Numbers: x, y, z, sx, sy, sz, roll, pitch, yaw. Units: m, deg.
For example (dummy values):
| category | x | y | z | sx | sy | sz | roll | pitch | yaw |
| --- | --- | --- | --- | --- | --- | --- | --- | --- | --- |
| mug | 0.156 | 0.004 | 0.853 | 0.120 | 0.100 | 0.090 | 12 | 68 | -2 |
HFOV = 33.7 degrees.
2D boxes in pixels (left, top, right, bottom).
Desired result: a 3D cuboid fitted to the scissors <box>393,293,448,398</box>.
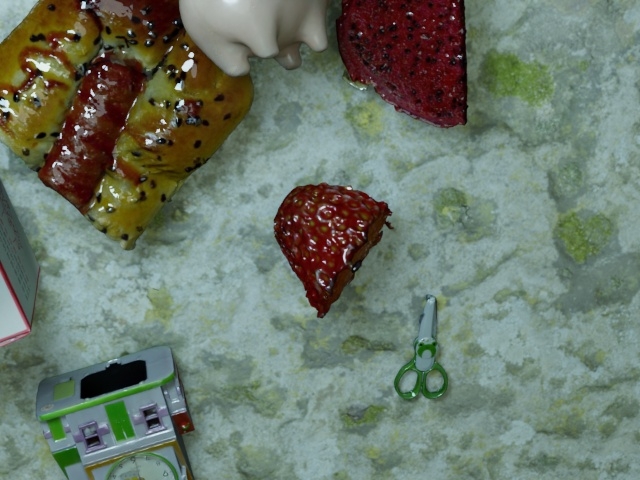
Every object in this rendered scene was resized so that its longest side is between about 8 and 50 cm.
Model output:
| category | x | y | z | sx | sy | sz | roll | pitch | yaw |
| --- | --- | --- | --- | --- | --- | --- | --- | --- | --- |
| scissors | 0.193 | 0.196 | 1.937 | 0.101 | 0.027 | 0.204 | 1 | 109 | -13 |

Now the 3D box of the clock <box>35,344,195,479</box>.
| category | x | y | z | sx | sy | sz | roll | pitch | yaw |
| --- | --- | --- | --- | --- | --- | --- | --- | --- | --- |
| clock | -0.323 | 0.368 | 1.813 | 0.235 | 0.166 | 0.310 | -16 | 112 | -6 |

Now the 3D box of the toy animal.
| category | x | y | z | sx | sy | sz | roll | pitch | yaw |
| --- | --- | --- | --- | --- | --- | --- | --- | --- | --- |
| toy animal | -0.087 | -0.380 | 1.552 | 0.237 | 0.326 | 0.269 | -19 | 93 | 33 |

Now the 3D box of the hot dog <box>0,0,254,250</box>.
| category | x | y | z | sx | sy | sz | roll | pitch | yaw |
| --- | --- | --- | --- | --- | --- | --- | --- | --- | --- |
| hot dog | -0.304 | -0.224 | 1.616 | 0.365 | 0.196 | 0.367 | -47 | 113 | 2 |

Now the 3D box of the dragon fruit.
| category | x | y | z | sx | sy | sz | roll | pitch | yaw |
| --- | --- | --- | --- | --- | --- | --- | --- | --- | --- |
| dragon fruit | 0.131 | -0.348 | 1.696 | 0.205 | 0.152 | 0.317 | -2 | 123 | 8 |

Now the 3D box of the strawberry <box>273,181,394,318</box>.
| category | x | y | z | sx | sy | sz | roll | pitch | yaw |
| --- | --- | --- | --- | --- | --- | --- | --- | --- | --- |
| strawberry | 0.000 | 0.000 | 1.757 | 0.178 | 0.234 | 0.234 | 31 | 100 | 8 |

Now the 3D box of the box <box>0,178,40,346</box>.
| category | x | y | z | sx | sy | sz | roll | pitch | yaw |
| --- | --- | --- | --- | --- | --- | --- | --- | --- | --- |
| box | -0.613 | 0.013 | 1.560 | 0.300 | 0.312 | 0.314 | -21 | 110 | -5 |
